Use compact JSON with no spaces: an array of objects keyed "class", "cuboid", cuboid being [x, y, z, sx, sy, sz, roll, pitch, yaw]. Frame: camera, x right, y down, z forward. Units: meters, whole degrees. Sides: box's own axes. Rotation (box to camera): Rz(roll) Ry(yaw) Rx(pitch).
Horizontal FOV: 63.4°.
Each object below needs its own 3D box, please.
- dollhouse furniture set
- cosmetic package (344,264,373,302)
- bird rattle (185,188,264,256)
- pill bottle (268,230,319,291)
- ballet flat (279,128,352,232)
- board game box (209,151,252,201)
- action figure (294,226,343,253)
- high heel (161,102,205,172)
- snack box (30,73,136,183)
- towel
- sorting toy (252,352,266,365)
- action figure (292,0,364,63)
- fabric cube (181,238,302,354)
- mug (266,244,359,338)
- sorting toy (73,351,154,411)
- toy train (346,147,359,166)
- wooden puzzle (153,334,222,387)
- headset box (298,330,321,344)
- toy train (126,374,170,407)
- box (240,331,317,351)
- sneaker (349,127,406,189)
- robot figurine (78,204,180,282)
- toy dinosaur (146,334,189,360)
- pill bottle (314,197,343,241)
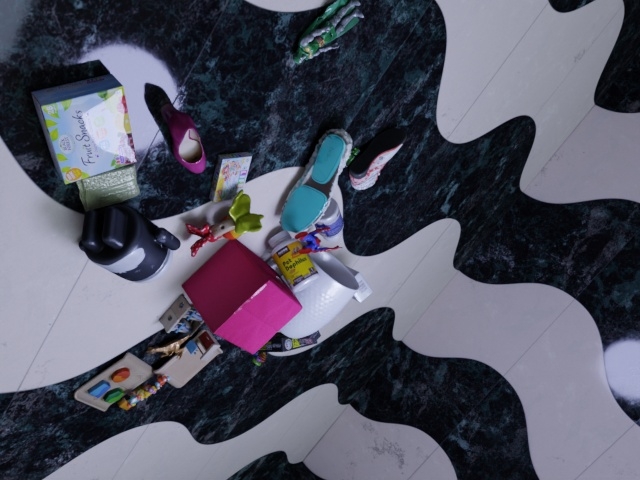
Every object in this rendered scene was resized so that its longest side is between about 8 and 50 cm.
[{"class":"dollhouse furniture set","cuboid":[-0.441,0.304,1.815,0.129,0.183,0.129,-48,150,6]},{"class":"cosmetic package","cuboid":[0.130,0.186,2.305,0.085,0.231,0.117,-38,106,-12]},{"class":"bird rattle","cuboid":[-0.292,-0.032,1.632,0.253,0.143,0.207,-34,173,8]},{"class":"pill bottle","cuboid":[-0.103,0.074,1.899,0.117,0.215,0.117,-31,170,-6]},{"class":"ballet flat","cuboid":[-0.001,-0.202,1.796,0.147,0.147,0.409,1,128,-51]},{"class":"board game box","cuboid":[-0.273,-0.192,1.567,0.103,0.026,0.154,-16,139,-40]},{"class":"action figure","cuboid":[0.000,0.000,1.887,0.139,0.091,0.280,-13,179,6]},{"class":"high heel","cuboid":[-0.332,-0.239,1.346,0.082,0.117,0.244,-33,148,-19]},{"class":"snack box","cuboid":[-0.519,-0.247,1.157,0.174,0.070,0.207,-26,144,-30]},{"class":"towel","cuboid":[-0.537,-0.137,1.314,0.148,0.027,0.110,-24,143,-29]},{"class":"sorting toy","cuboid":[-0.285,0.545,2.425,0.042,0.061,0.102,-50,172,8]},{"class":"action figure","cuboid":[0.015,-0.569,1.426,0.232,0.063,0.137,-41,153,1]},{"class":"fabric cube","cuboid":[-0.268,0.193,1.803,0.259,0.254,0.258,-43,143,-1]},{"class":"mug","cuboid":[-0.087,0.203,2.082,0.374,0.276,0.328,32,106,-28]},{"class":"sorting toy","cuboid":[-0.724,0.541,1.904,0.229,0.041,0.307,-38,149,-11]},{"class":"toy train","cuboid":[0.114,-0.304,1.901,0.083,0.024,0.017,-52,149,12]},{"class":"wooden puzzle","cuboid":[-0.524,0.476,2.063,0.239,0.044,0.221,-37,149,-12]},{"class":"headset box","cuboid":[-0.044,0.401,2.148,0.062,0.083,0.032,-39,110,-47]},{"class":"toy train","cuboid":[-0.650,0.554,1.932,0.166,0.046,0.125,-27,163,-42]},{"class":"box","cuboid":[-0.184,0.439,2.251,0.270,0.060,0.216,-10,174,39]},{"class":"sneaker","cuboid":[0.214,-0.305,1.968,0.270,0.090,0.145,-43,160,-13]},{"class":"robot figurine","cuboid":[-0.510,0.009,1.379,0.173,0.209,0.278,-55,156,-10]},{"class":"toy dinosaur","cuboid":[-0.534,0.386,1.924,0.211,0.064,0.112,-26,144,-29]},{"class":"pill bottle","cuboid":[0.030,-0.075,1.993,0.112,0.112,0.186,-39,149,-10]}]
